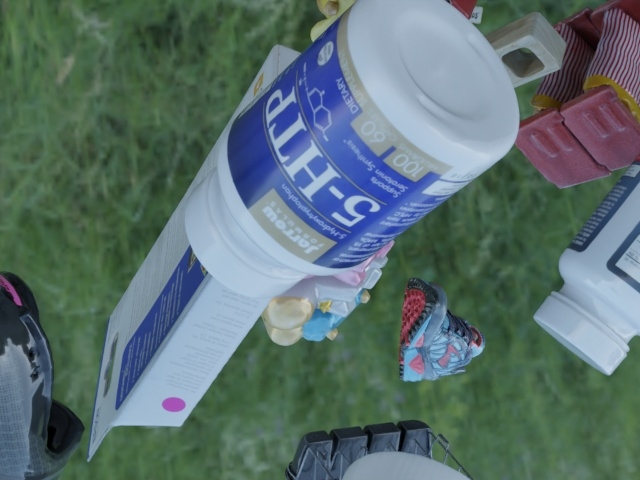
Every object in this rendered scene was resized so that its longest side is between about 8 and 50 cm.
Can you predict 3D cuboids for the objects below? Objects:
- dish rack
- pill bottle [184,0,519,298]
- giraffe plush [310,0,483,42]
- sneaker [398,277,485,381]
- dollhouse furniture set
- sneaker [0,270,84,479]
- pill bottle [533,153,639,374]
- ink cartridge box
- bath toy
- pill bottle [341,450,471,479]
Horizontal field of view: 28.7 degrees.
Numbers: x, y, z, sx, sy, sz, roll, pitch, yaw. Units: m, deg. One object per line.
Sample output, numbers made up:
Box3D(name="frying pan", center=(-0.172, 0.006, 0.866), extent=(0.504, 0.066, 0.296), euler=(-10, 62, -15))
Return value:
Box3D(name="dish rack", center=(0.102, 0.316, 1.527), extent=(0.208, 0.271, 0.074), euler=(-3, 117, -27))
Box3D(name="pill bottle", center=(0.009, -0.045, 0.696), extent=(0.112, 0.112, 0.187), euler=(7, 146, -40))
Box3D(name="giraffe plush", center=(0.067, -0.284, 1.516), extent=(0.170, 0.181, 0.210), euler=(7, 174, -30))
Box3D(name="sneaker", center=(0.181, 0.128, 1.836), extent=(0.125, 0.104, 0.262), euler=(1, 155, 1))
Box3D(name="dollhouse furniture set", center=(0.252, -0.257, 1.448), extent=(0.152, 0.201, 0.374), euler=(-20, 127, 43))
Box3D(name="sneaker", center=(-0.297, 0.067, 0.821), extent=(0.202, 0.185, 0.483), euler=(-50, 153, -20))
Box3D(name="pill bottle", center=(0.266, 0.019, 1.054), extent=(0.180, 0.108, 0.108), euler=(-51, 156, -1))
Box3D(name="ink cartridge box", center=(-0.097, 0.026, 1.056), extent=(0.069, 0.175, 0.371), euler=(23, 129, -21))
Box3D(name="bath toy", center=(0.000, 0.000, 1.348), extent=(0.151, 0.129, 0.348), euler=(-45, 169, -27))
Box3D(name="pill bottle", center=(0.017, 0.224, 0.649), extent=(0.121, 0.221, 0.121), euler=(17, 137, 16))
